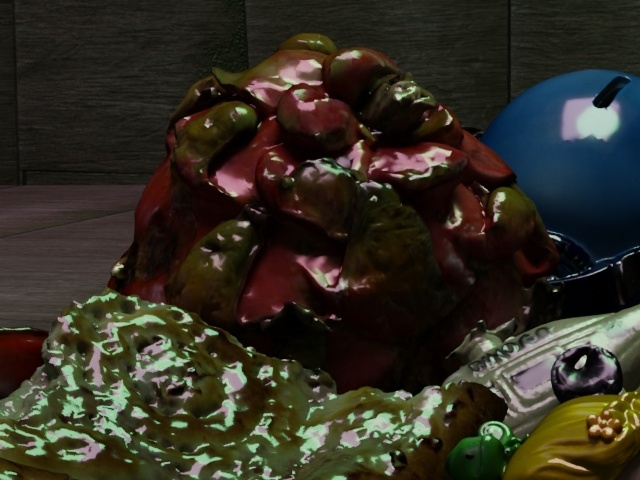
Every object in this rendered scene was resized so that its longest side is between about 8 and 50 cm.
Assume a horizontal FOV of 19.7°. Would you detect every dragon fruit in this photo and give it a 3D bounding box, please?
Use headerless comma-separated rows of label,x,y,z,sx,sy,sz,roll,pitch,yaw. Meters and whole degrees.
dragon fruit,0.000,0.000,1.167,0.314,0.262,0.296,-7,7,-38

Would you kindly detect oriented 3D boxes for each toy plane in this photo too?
toy plane,0.162,0.057,1.011,0.286,0.092,0.108,-30,47,-5

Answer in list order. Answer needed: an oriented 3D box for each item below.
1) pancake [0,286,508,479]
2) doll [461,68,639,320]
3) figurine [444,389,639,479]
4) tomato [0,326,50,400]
pancake,-0.067,0.087,0.836,0.377,0.054,0.197,0,42,-37
doll,0.188,-0.018,1.508,0.310,0.240,0.284,2,30,31
figurine,0.143,0.110,0.862,0.156,0.094,0.115,6,18,19
tomato,-0.191,0.101,0.958,0.228,0.101,0.228,-5,-12,-1
